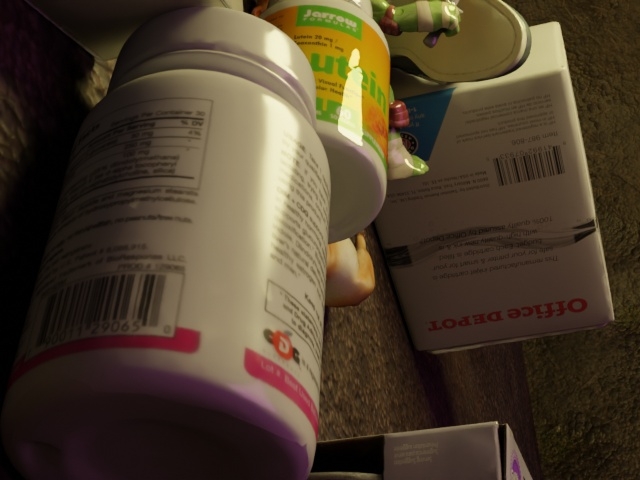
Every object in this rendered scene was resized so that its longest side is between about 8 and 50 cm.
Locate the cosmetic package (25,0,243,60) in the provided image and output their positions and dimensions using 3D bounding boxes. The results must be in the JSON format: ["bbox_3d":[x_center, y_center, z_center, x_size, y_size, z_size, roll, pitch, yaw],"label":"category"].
[{"bbox_3d":[-0.135,-0.294,0.693,0.160,0.113,0.309,42,41,-65],"label":"cosmetic package"}]

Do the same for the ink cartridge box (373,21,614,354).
[{"bbox_3d":[0.224,-0.062,1.470,0.166,0.285,0.395,-76,152,-56],"label":"ink cartridge box"}]

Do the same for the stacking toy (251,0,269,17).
[{"bbox_3d":[-0.042,-0.314,0.995,0.166,0.175,0.302,51,-25,35],"label":"stacking toy"}]

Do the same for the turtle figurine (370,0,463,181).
[{"bbox_3d":[0.087,-0.220,1.223,0.275,0.198,0.266,-38,128,-52],"label":"turtle figurine"}]

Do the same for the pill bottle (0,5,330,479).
[{"bbox_3d":[-0.075,0.005,0.625,0.160,0.160,0.283,63,24,-46],"label":"pill bottle"}]

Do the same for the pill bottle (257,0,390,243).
[{"bbox_3d":[-0.008,-0.127,0.943,0.136,0.136,0.245,64,22,-44],"label":"pill bottle"}]

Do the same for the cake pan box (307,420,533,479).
[{"bbox_3d":[0.027,0.205,0.701,0.267,0.246,0.070,61,24,-51],"label":"cake pan box"}]

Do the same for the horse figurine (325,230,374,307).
[{"bbox_3d":[0.000,0.000,1.065,0.263,0.066,0.174,48,28,-57],"label":"horse figurine"}]

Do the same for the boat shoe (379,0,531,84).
[{"bbox_3d":[0.149,-0.248,1.307,0.099,0.319,0.116,6,97,-38],"label":"boat shoe"}]
